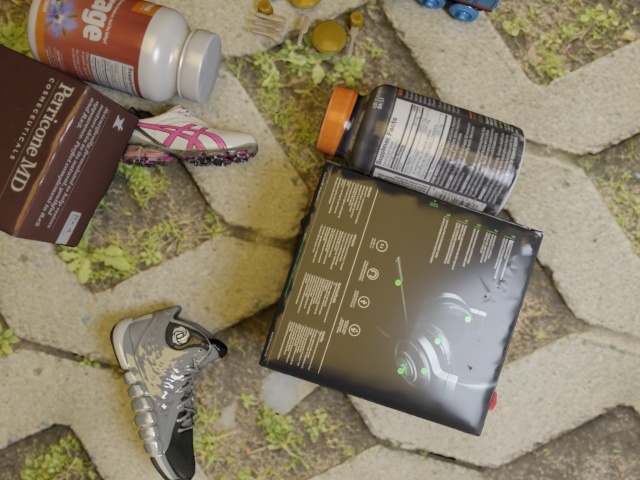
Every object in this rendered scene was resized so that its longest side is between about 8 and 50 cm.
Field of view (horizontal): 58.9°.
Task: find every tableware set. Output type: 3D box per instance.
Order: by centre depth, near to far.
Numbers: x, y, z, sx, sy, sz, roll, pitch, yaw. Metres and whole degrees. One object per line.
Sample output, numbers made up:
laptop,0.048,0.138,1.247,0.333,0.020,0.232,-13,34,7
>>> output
tableware set,-0.016,-0.313,0.790,0.154,0.024,0.104,14,84,1

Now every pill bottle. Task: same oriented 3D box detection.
pill bottle,0.121,-0.120,0.729,0.246,0.130,0.130,19,88,0
pill bottle,-0.245,-0.252,0.733,0.216,0.121,0.121,16,88,-1

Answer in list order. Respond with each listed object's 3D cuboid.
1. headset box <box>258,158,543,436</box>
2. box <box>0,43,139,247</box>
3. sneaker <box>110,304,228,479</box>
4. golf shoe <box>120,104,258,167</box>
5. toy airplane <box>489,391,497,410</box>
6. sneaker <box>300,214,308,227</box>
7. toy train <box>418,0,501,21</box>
headset box,0.099,0.068,0.690,0.283,0.131,0.246,17,88,-1
box,-0.447,-0.157,0.695,0.381,0.143,0.191,25,88,6
sneaker,-0.174,0.191,0.737,0.132,0.086,0.228,-22,87,-4
golf shoe,-0.176,-0.142,0.757,0.186,0.067,0.086,1,86,-1
toy airplane,0.175,0.165,0.770,0.151,0.028,0.151,0,88,-2
sneaker,0.000,0.000,0.776,0.035,0.031,0.083,-22,90,19
toy train,0.161,-0.357,0.751,0.184,0.105,0.080,19,87,0
